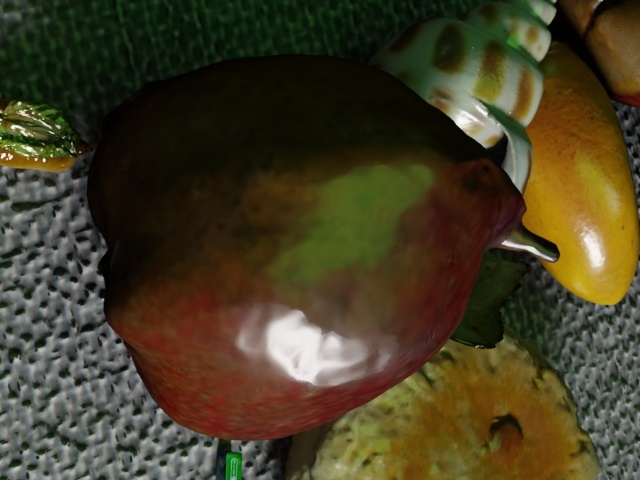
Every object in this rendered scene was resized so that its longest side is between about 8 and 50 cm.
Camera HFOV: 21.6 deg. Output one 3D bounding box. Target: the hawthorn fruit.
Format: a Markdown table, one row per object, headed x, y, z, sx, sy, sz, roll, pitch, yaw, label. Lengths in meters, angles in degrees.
| x | y | z | sx | sy | sz | roll | pitch | yaw | label |
| --- | --- | --- | --- | --- | --- | --- | --- | --- | --- |
| -0.023 | 0.001 | 1.313 | 0.308 | 0.325 | 0.308 | 30 | 51 | -45 | hawthorn fruit |

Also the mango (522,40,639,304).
| x | y | z | sx | sy | sz | roll | pitch | yaw | label |
| --- | --- | --- | --- | --- | --- | --- | --- | --- | --- |
| 0.228 | -0.057 | 1.582 | 0.126 | 0.154 | 0.252 | -19 | 88 | -24 | mango |

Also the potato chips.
| x | y | z | sx | sy | sz | roll | pitch | yaw | label |
| --- | --- | --- | --- | --- | --- | --- | --- | --- | --- |
| 0.124 | 0.040 | 1.489 | 0.142 | 0.209 | 0.026 | -9 | 115 | -15 | potato chips |

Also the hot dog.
| x | y | z | sx | sy | sz | roll | pitch | yaw | label |
| --- | --- | --- | --- | --- | --- | --- | --- | --- | --- |
| -0.242 | -0.086 | 1.337 | 0.133 | 0.041 | 0.056 | 11 | 84 | -32 | hot dog |

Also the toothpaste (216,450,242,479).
| x | y | z | sx | sy | sz | roll | pitch | yaw | label |
| --- | --- | --- | --- | --- | --- | --- | --- | --- | --- |
| -0.080 | 0.224 | 1.452 | 0.017 | 0.020 | 0.083 | 4 | 88 | -30 | toothpaste |

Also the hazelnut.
| x | y | z | sx | sy | sz | roll | pitch | yaw | label |
| --- | --- | --- | --- | --- | --- | --- | --- | --- | --- |
| 0.326 | -0.219 | 1.609 | 0.181 | 0.181 | 0.212 | -28 | 64 | -9 | hazelnut |

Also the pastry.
| x | y | z | sx | sy | sz | roll | pitch | yaw | label |
| --- | --- | --- | --- | --- | --- | --- | --- | --- | --- |
| 0.106 | 0.210 | 1.502 | 0.330 | 0.136 | 0.329 | 2 | 86 | -35 | pastry |

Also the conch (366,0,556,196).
| x | y | z | sx | sy | sz | roll | pitch | yaw | label |
| --- | --- | --- | --- | --- | --- | --- | --- | --- | --- |
| 0.119 | -0.108 | 1.483 | 0.183 | 0.275 | 0.149 | 35 | 25 | 6 | conch |
